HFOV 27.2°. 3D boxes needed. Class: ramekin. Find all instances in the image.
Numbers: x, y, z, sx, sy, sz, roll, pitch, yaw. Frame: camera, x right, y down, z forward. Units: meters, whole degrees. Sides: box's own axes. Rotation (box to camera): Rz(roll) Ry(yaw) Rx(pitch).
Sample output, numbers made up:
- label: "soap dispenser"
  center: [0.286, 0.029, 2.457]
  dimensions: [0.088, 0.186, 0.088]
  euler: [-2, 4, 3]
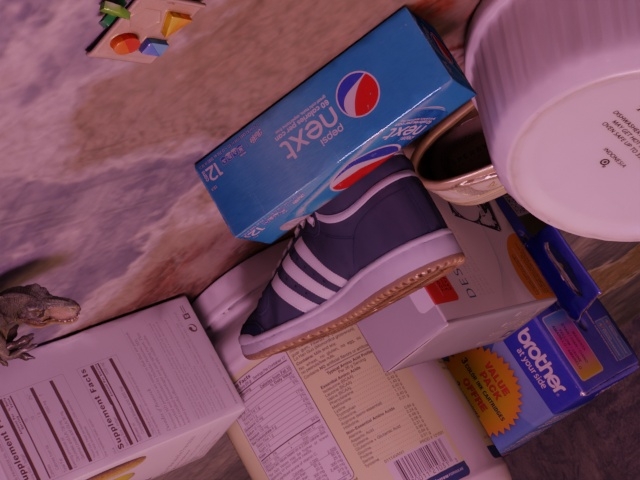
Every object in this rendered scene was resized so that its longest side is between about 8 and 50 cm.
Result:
- label: "ramekin"
  center: [0.249, -0.109, 1.041]
  dimensions: [0.273, 0.127, 0.273]
  euler: [3, 145, 2]

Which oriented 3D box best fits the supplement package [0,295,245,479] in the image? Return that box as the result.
- label: "supplement package"
  center: [-0.222, 0.172, 1.272]
  dimensions: [0.244, 0.134, 0.139]
  euler: [-19, 160, -33]

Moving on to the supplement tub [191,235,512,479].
- label: "supplement tub"
  center: [0.022, 0.174, 1.360]
  dimensions: [0.235, 0.325, 0.235]
  euler: [-28, 163, -9]

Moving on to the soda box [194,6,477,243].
- label: "soda box"
  center: [0.011, -0.084, 1.023]
  dimensions: [0.210, 0.071, 0.067]
  euler: [-36, 163, 17]

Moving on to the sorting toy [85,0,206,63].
- label: "sorting toy"
  center: [-0.111, -0.126, 0.791]
  dimensions: [0.062, 0.012, 0.083]
  euler: [-39, 162, 27]

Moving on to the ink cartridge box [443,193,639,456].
- label: "ink cartridge box"
  center: [0.183, 0.117, 1.574]
  dimensions: [0.151, 0.270, 0.395]
  euler: [-15, 158, -51]

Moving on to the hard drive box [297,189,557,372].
- label: "hard drive box"
  center: [0.109, 0.020, 1.316]
  dimensions: [0.089, 0.181, 0.232]
  euler: [-41, 162, 31]

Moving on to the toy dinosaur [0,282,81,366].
- label: "toy dinosaur"
  center: [-0.301, 0.105, 1.077]
  dimensions: [0.268, 0.064, 0.118]
  euler: [-30, 158, 8]

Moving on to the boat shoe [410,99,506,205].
- label: "boat shoe"
  center: [0.217, -0.128, 1.203]
  dimensions: [0.302, 0.109, 0.098]
  euler: [-30, 166, 20]

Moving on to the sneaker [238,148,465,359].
- label: "sneaker"
  center: [0.000, 0.000, 1.161]
  dimensions: [0.099, 0.153, 0.282]
  euler: [-18, 171, -41]
